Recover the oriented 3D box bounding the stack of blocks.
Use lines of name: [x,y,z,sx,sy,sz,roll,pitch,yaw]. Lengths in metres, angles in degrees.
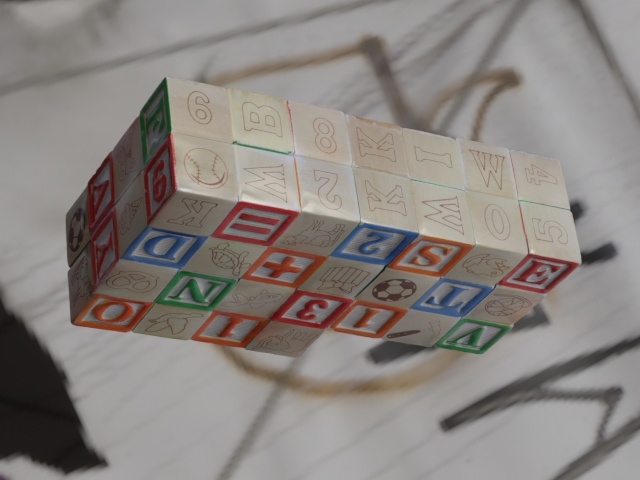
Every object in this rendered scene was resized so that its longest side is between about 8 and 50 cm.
stack of blocks: [0.000,0.000,1.229,0.171,0.297,0.087,-48,-139,47]
